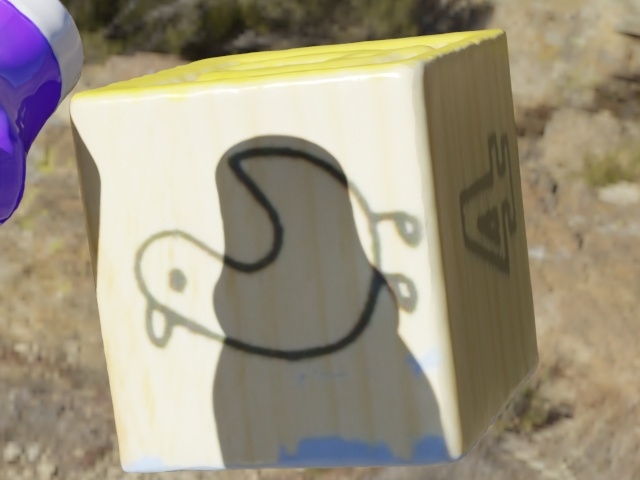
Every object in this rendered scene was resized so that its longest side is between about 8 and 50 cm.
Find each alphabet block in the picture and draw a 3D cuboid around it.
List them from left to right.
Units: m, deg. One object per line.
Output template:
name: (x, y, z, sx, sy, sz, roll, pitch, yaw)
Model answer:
alphabet block: (0.000, 0.000, 0.925, 0.192, 0.197, 0.193, -5, 10, 19)

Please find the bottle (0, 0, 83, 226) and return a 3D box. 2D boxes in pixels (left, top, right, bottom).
bottle: (-0.174, 0.005, 0.577, 0.092, 0.118, 0.283, 35, 47, -4)
